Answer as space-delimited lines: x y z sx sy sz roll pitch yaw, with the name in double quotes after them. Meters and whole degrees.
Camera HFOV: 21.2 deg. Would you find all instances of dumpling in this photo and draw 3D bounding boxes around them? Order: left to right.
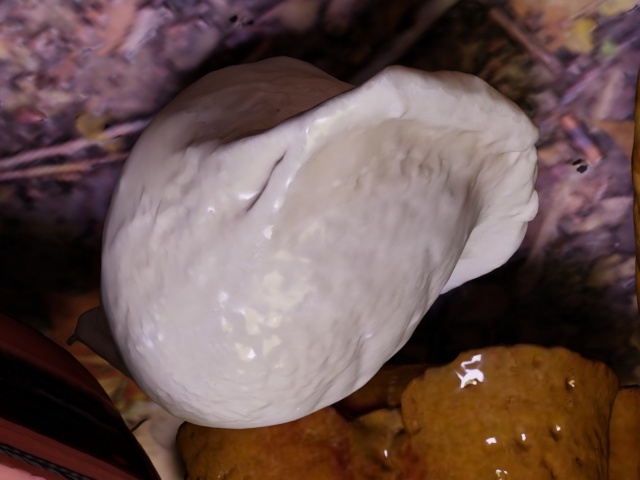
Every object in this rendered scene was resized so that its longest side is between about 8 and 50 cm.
0.002 -0.002 0.622 0.166 0.126 0.216 -7 136 -28 "dumpling"

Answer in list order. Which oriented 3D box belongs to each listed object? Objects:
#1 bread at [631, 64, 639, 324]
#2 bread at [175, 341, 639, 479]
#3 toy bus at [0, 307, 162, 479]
0.211 -0.012 0.667 0.181 0.096 0.222 -12 135 1 "bread"
0.042 0.135 0.750 0.232 0.135 0.247 -11 152 19 "bread"
-0.224 0.210 0.593 0.203 0.233 0.427 30 86 -41 "toy bus"
